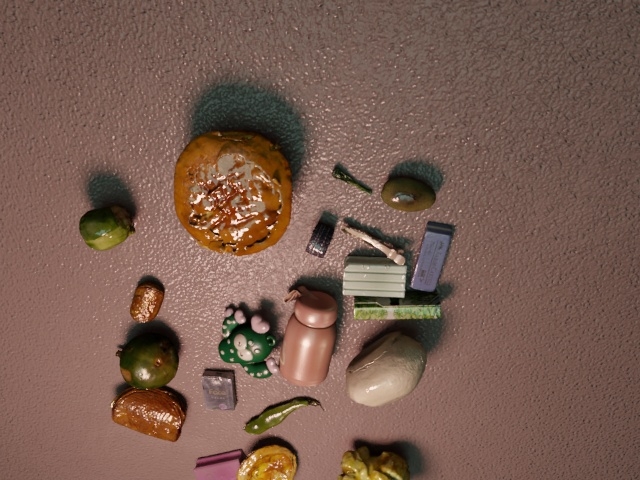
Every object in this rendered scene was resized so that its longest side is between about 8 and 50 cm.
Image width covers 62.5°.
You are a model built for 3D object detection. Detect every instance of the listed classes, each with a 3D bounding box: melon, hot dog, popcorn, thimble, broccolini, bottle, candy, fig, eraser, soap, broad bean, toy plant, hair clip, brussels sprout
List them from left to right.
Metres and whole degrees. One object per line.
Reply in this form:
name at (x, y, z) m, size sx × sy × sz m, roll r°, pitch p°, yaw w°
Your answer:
brussels sprout at (-0.652, -0.041, 1.601) m, size 0.146 × 0.183 × 0.131 m, roll -30°, pitch 106°, yaw -6°
fig at (-0.611, 0.410, 1.830) m, size 0.245 × 0.195 × 0.195 m, roll 7°, pitch 121°, yaw 41°
hot dog at (-0.586, 0.205, 1.776) m, size 0.099 × 0.065 × 0.147 m, roll 19°, pitch 103°, yaw -4°
hot dog at (-0.632, 0.639, 1.948) m, size 0.273 × 0.122 × 0.196 m, roll 17°, pitch 113°, yaw 1°
soap at (-0.384, 0.905, 2.079) m, size 0.203 × 0.065 × 0.122 m, roll -17°, pitch 112°, yaw 11°
toy plant at (-0.241, 0.347, 1.773) m, size 0.244 × 0.113 × 0.232 m, roll 9°, pitch 109°, yaw 30°
broad bean at (-0.152, 0.654, 1.954) m, size 0.318 × 0.056 × 0.098 m, roll -20°, pitch 111°, yaw 10°
bottle at (-0.048, 0.307, 1.732) m, size 0.207 × 0.173 × 0.296 m, roll 27°, pitch 119°, yaw 29°
thimble at (0.000, 0.000, 1.616) m, size 0.066 × 0.104 × 0.095 m, roll 22°, pitch 111°, yaw 3°
broccolini at (0.095, -0.171, 1.570) m, size 0.140 × 0.035 × 0.030 m, roll 30°, pitch 117°, yaw -11°
popcorn at (0.195, 0.883, 1.942) m, size 0.277 × 0.225 × 0.276 m, roll 7°, pitch 121°, yaw 12°
hair clip at (0.165, 0.003, 1.640) m, size 0.226 × 0.072 × 0.034 m, roll 28°, pitch 113°, yaw 1°
soap at (0.172, 0.115, 1.676) m, size 0.198 × 0.066 × 0.118 m, roll 2°, pitch 113°, yaw 3°
candy at (0.215, 0.426, 1.703) m, size 0.296 × 0.295 × 0.185 m, roll -38°, pitch 93°, yaw 19°
melon at (0.258, -0.132, 1.542) m, size 0.162 × 0.099 × 0.099 m, roll 10°, pitch 115°, yaw -2°
eraser at (0.346, 0.053, 1.652) m, size 0.082 × 0.036 × 0.224 m, roll 12°, pitch 115°, yaw 1°

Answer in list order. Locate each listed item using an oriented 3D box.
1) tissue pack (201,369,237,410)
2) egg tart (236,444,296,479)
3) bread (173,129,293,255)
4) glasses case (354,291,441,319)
tissue pack at (-0.369, 0.548, 1.923) m, size 0.113 × 0.051 × 0.156 m, roll 1°, pitch 115°, yaw 5°
egg tart at (-0.210, 0.877, 2.013) m, size 0.241 × 0.106 × 0.240 m, roll -5°, pitch 104°, yaw -23°
bread at (-0.239, -0.142, 1.520) m, size 0.337 × 0.204 × 0.358 m, roll 10°, pitch 111°, yaw 3°
glasses case at (0.245, 0.207, 1.698) m, size 0.273 × 0.095 × 0.062 m, roll -2°, pitch 110°, yaw 5°
